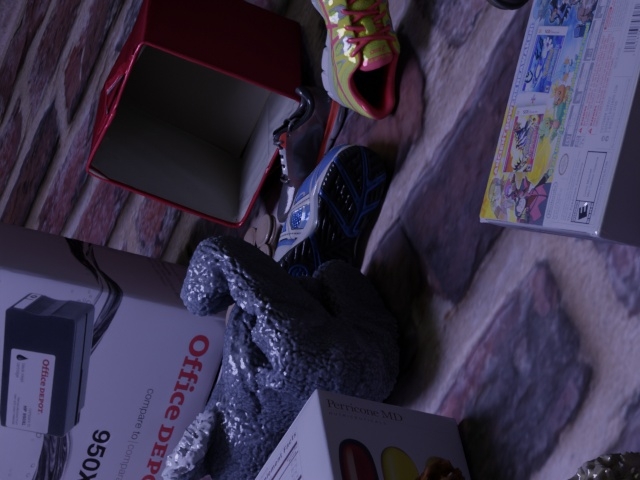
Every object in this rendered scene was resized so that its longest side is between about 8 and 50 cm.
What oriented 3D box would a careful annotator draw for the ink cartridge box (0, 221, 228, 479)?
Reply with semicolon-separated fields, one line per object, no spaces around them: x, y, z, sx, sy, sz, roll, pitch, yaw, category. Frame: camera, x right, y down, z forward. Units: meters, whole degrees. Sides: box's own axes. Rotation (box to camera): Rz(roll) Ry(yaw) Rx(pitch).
-0.333;0.146;1.934;0.166;0.394;0.286;46;119;61;ink cartridge box

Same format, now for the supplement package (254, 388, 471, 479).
0.043;0.259;1.323;0.134;0.139;0.244;-58;30;36;supplement package

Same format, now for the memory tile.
-0.075;0.052;1.819;0.113;0.012;0.148;-42;40;53;memory tile

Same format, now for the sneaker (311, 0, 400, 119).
0.043;-0.208;1.633;0.094;0.081;0.209;-127;20;-49;sneaker

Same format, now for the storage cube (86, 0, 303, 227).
-0.138;-0.161;1.899;0.193;0.215;0.184;-92;26;-56;storage cube

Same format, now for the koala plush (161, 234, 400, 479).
-0.044;0.144;1.541;0.221;0.196;0.203;-62;36;20;koala plush

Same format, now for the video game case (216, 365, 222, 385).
-0.066;0.147;1.792;0.183;0.023;0.201;31;106;66;video game case

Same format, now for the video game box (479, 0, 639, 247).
0.204;-0.102;1.287;0.187;0.048;0.205;13;88;65;video game box

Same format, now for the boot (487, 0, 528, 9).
0.216;-0.273;1.342;0.208;0.076;0.190;19;92;61;boot

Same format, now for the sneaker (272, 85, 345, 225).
-0.028;-0.093;1.791;0.061;0.064;0.158;35;109;66;sneaker

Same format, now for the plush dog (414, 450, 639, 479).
0.108;0.264;1.059;0.210;0.225;0.263;-37;44;56;plush dog

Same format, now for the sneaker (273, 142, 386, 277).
0.000;0.000;1.673;0.211;0.080;0.081;-62;18;7;sneaker
